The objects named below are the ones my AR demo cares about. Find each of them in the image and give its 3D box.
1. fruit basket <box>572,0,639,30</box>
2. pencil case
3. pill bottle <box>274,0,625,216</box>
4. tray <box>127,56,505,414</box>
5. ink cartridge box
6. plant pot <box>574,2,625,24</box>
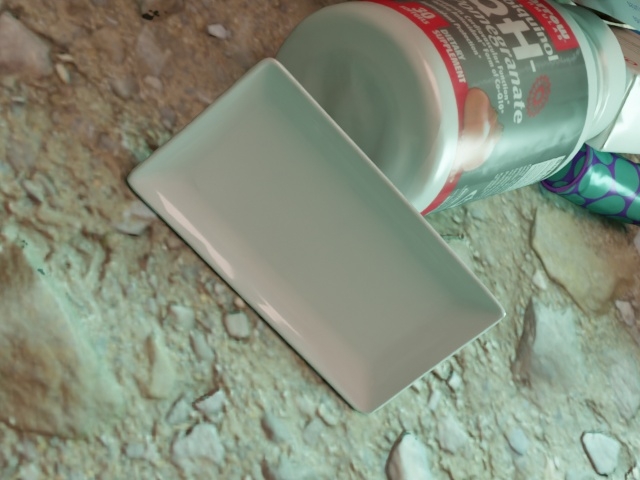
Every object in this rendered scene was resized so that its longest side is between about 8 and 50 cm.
[{"bbox_3d":[0.149,-0.335,1.244,0.353,0.165,0.327,62,-3,-25],"label":"fruit basket"},{"bbox_3d":[0.283,-0.061,1.423,0.151,0.064,0.070,17,72,-39],"label":"pencil case"},{"bbox_3d":[0.120,-0.121,1.209,0.318,0.176,0.176,-17,83,-48],"label":"pill bottle"},{"bbox_3d":[0.000,0.000,1.074,0.270,0.145,0.030,46,17,-19],"label":"tray"},{"bbox_3d":[0.295,-0.150,1.413,0.203,0.086,0.148,0,30,-43],"label":"ink cartridge box"},{"bbox_3d":[0.246,-0.307,1.429,0.032,0.236,0.236,-35,98,-6],"label":"plant pot"}]
